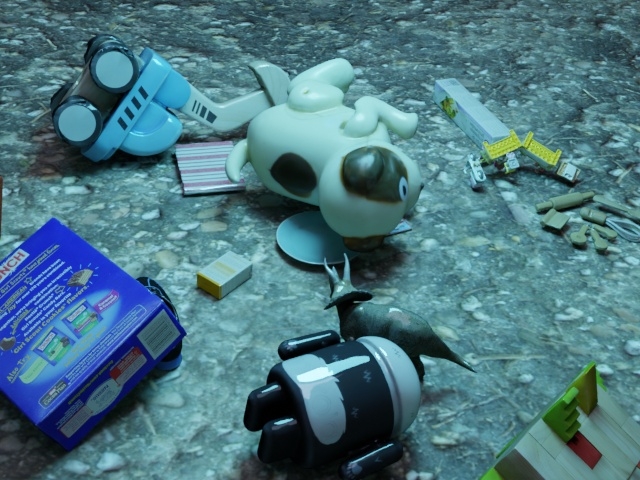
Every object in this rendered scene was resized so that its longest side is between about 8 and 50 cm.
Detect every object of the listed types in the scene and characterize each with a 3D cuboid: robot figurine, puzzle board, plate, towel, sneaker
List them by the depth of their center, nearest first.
[{"bbox_3d":[0.022,0.254,1.336,0.278,0.209,0.173,-15,4,-24],"label":"robot figurine"},{"bbox_3d":[-0.297,0.125,1.534,0.081,0.090,0.232,-12,40,-21],"label":"sneaker"},{"bbox_3d":[0.000,0.000,1.791,0.188,0.024,0.188,4,37,-3],"label":"plate"},{"bbox_3d":[0.123,-0.039,1.868,0.128,0.011,0.096,-13,41,-24],"label":"puzzle board"},{"bbox_3d":[-0.259,-0.168,1.987,0.144,0.029,0.197,-6,41,-13],"label":"towel"}]

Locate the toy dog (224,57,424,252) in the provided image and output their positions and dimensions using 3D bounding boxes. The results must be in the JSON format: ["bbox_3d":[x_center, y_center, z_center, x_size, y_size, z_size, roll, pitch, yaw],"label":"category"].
[{"bbox_3d":[0.039,-0.165,1.765,0.395,0.284,0.408,-13,37,-30],"label":"toy dog"}]

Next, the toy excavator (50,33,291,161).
[{"bbox_3d":[-0.347,-0.323,2.006,0.445,0.433,0.222,34,5,-27],"label":"toy excavator"}]

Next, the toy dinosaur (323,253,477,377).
[{"bbox_3d":[0.114,0.165,1.469,0.313,0.160,0.121,24,41,26],"label":"toy dinosaur"}]

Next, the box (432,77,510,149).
[{"bbox_3d":[0.395,-0.327,2.240,0.067,0.063,0.324,-11,40,-18],"label":"box"}]

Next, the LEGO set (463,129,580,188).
[{"bbox_3d":[0.473,-0.186,2.062,0.287,0.107,0.132,-2,72,-16],"label":"LEGO set"}]

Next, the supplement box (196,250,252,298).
[{"bbox_3d":[-0.187,0.067,1.669,0.062,0.036,0.098,27,42,27],"label":"supplement box"}]

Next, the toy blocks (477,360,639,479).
[{"bbox_3d":[0.401,0.361,1.232,0.261,0.191,0.381,46,35,16],"label":"toy blocks"}]

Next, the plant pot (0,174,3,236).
[{"bbox_3d":[-0.756,-0.060,1.611,0.235,0.267,0.267,25,39,6],"label":"plant pot"}]

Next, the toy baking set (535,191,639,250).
[{"bbox_3d":[0.615,-0.046,1.922,0.256,0.030,0.197,-16,44,-25],"label":"toy baking set"}]

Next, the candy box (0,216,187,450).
[{"bbox_3d":[-0.430,0.142,1.407,0.317,0.122,0.268,33,68,31],"label":"candy box"}]
